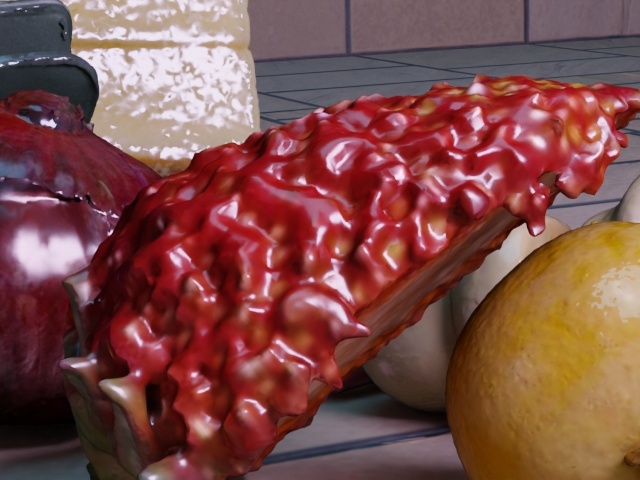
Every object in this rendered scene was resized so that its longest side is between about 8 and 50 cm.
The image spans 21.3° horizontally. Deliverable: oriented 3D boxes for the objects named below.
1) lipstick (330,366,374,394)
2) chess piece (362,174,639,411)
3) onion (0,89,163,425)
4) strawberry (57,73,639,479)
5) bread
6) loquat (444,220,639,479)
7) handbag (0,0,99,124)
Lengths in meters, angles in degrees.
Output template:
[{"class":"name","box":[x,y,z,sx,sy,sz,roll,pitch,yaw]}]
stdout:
[{"class":"lipstick","box":[0.088,0.053,1.061,0.234,0.053,0.053,-11,15,-36]},{"class":"chess piece","box":[0.136,0.036,0.918,0.261,0.143,0.143,-14,2,36]},{"class":"onion","box":[-0.186,0.005,0.983,0.246,0.190,0.246,15,17,-5]},{"class":"strawberry","box":[0.000,0.000,0.792,0.306,0.138,0.233,-41,-4,-16]},{"class":"bread","box":[-0.211,-0.121,1.412,0.279,0.207,0.279,-2,-9,-15]},{"class":"loquat","box":[0.129,0.065,0.751,0.137,0.163,0.163,27,2,-19]},{"class":"handbag","box":[-0.287,-0.040,1.142,0.247,0.260,0.079,-12,55,-30]}]
